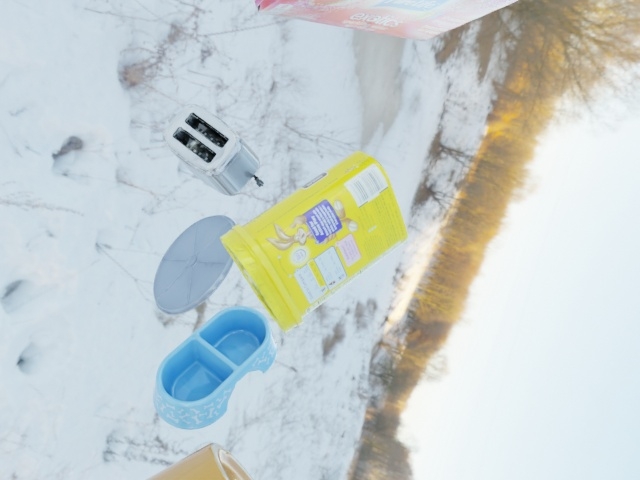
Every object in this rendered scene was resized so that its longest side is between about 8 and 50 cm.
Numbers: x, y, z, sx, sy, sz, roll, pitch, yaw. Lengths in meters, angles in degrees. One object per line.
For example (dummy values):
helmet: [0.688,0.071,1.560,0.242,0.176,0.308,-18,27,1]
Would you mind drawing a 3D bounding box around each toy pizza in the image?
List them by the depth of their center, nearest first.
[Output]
toy pizza: [-0.217,0.044,0.926,0.032,0.201,0.201,43,62,-41]

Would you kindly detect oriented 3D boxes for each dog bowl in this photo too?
dog bowl: [-0.217,0.251,1.091,0.297,0.166,0.074,-41,152,-35]

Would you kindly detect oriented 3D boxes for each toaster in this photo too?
toaster: [-0.233,-0.192,1.132,0.129,0.227,0.146,-51,165,-3]

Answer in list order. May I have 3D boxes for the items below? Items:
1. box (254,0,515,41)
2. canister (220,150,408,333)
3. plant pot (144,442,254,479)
box: [0.072,-0.310,0.527,0.300,0.142,0.154,-15,94,-47]
canister: [0.000,0.000,0.543,0.170,0.073,0.126,-35,128,-12]
plant pot: [-0.155,0.338,0.576,0.188,0.205,0.205,-39,158,-10]
